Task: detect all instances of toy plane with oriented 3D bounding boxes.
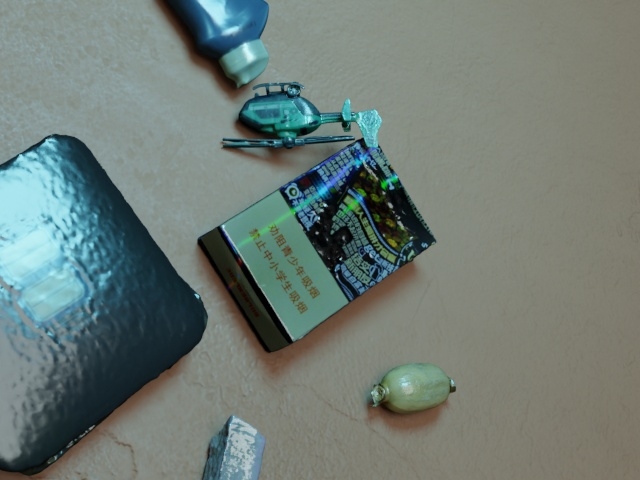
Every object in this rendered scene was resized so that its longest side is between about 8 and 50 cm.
[{"bbox_3d":[-0.028,-0.180,1.756,0.235,0.060,0.096,-2,71,0],"label":"toy plane"}]

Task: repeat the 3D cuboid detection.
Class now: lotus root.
[{"bbox_3d":[0.136,0.218,1.756,0.150,0.062,0.073,-4,76,-31],"label":"lotus root"}]

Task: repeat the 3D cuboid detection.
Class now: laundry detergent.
[{"bbox_3d":[-0.161,-0.365,1.765,0.143,0.094,0.289,-28,92,-38],"label":"laundry detergent"}]

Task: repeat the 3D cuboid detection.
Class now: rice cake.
[{"bbox_3d":[-0.139,0.411,1.549,0.073,0.056,0.364,19,66,-23],"label":"rice cake"}]

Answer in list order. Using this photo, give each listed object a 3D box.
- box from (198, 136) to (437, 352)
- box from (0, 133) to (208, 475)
[{"bbox_3d":[0.000,0.000,1.737,0.310,0.084,0.198,-33,91,-32],"label":"box"},{"bbox_3d":[-0.357,0.075,1.517,0.359,0.091,0.350,-39,96,-32],"label":"box"}]
